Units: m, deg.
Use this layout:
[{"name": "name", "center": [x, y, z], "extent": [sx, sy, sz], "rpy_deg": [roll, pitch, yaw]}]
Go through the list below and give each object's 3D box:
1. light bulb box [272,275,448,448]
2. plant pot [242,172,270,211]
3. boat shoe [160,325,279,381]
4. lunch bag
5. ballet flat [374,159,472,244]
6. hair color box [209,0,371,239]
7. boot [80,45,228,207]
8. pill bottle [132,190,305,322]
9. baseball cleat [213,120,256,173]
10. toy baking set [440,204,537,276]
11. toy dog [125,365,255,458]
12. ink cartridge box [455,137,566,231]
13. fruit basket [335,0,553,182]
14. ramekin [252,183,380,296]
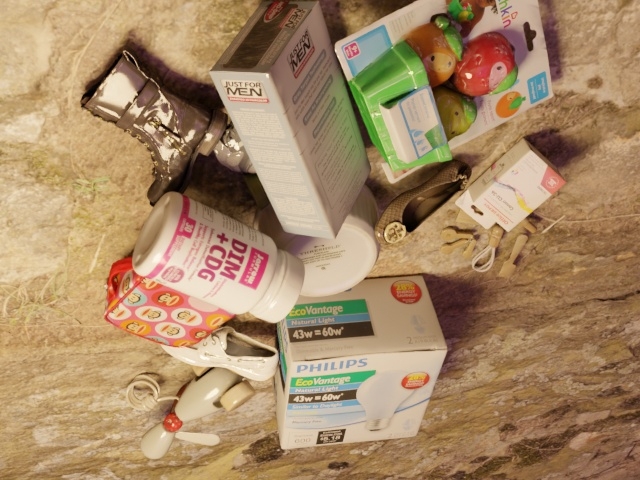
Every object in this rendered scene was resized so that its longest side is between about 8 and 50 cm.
[{"name": "light bulb box", "center": [0.075, 0.292, 1.762], "extent": [0.357, 0.225, 0.361], "rpy_deg": [-3, 135, -10]}, {"name": "plant pot", "center": [-0.098, -0.109, 1.434], "extent": [0.079, 0.083, 0.083], "rpy_deg": [-26, 136, -5]}, {"name": "boat shoe", "center": [-0.226, 0.235, 1.691], "extent": [0.277, 0.098, 0.096], "rpy_deg": [15, 133, -3]}, {"name": "lunch bag", "center": [-0.314, 0.102, 1.522], "extent": [0.258, 0.120, 0.293], "rpy_deg": [25, 137, -32]}, {"name": "ballet flat", "center": [0.211, -0.074, 1.481], "extent": [0.250, 0.058, 0.084], "rpy_deg": [-37, 132, -16]}, {"name": "hair color box", "center": [-0.035, -0.195, 1.265], "extent": [0.113, 0.185, 0.374], "rpy_deg": [9, 144, 27]}, {"name": "boot", "center": [-0.312, -0.193, 1.299], "extent": [0.229, 0.091, 0.263], "rpy_deg": [26, 122, -25]}, {"name": "pill bottle", "center": [-0.180, 0.038, 1.347], "extent": [0.283, 0.160, 0.160], "rpy_deg": [26, 123, -26]}, {"name": "baseball cleat", "center": [-0.145, -0.199, 1.332], "extent": [0.109, 0.072, 0.206], "rpy_deg": [-4, 133, -6]}, {"name": "toy baking set", "center": [0.385, -0.010, 1.684], "extent": [0.256, 0.030, 0.197], "rpy_deg": [28, 128, -27]}, {"name": "toy dog", "center": [-0.294, 0.396, 1.823], "extent": [0.333, 0.220, 0.161], "rpy_deg": [-24, 167, 20]}, {"name": "ink cartridge box", "center": [0.391, -0.100, 1.542], "extent": [0.115, 0.067, 0.198], "rpy_deg": [35, 115, -22]}, {"name": "fruit basket", "center": [0.234, -0.282, 1.282], "extent": [0.353, 0.165, 0.327], "rpy_deg": [-23, 135, 4]}, {"name": "ramekin", "center": [0.000, 0.000, 1.524], "extent": [0.272, 0.127, 0.273], "rpy_deg": [-7, 136, -7]}]
